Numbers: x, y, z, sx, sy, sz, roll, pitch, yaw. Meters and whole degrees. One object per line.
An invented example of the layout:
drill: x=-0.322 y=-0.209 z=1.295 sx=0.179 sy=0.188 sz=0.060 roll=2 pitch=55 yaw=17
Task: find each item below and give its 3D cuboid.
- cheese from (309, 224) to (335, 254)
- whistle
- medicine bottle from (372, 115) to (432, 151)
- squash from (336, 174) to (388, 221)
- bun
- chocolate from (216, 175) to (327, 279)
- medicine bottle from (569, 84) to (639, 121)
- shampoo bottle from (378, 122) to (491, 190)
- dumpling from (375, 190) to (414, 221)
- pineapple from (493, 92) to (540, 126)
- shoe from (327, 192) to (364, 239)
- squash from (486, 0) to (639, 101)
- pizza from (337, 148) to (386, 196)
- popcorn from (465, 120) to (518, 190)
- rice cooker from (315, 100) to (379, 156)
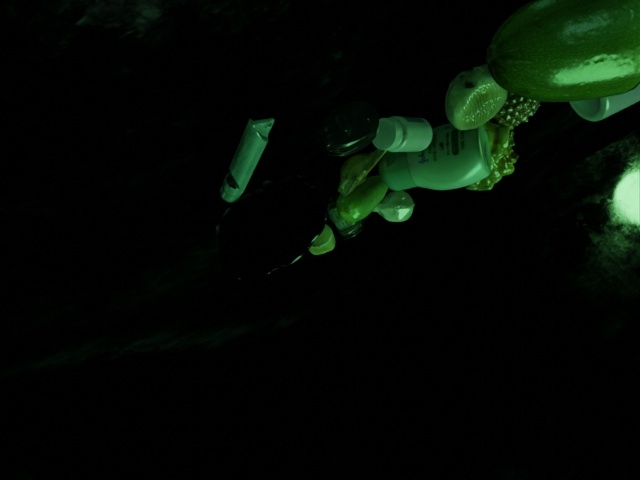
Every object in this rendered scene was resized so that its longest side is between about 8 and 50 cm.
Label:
cheese: x=0.000 y=0.000 z=2.124 sx=0.123 sy=0.094 sz=0.167 roll=-28 pitch=165 yaw=-3
whistle: x=-0.185 y=-0.194 z=1.259 sx=0.062 sy=0.062 sz=0.312 roll=-17 pitch=162 yaw=-32
medicine bottle: x=0.238 y=-0.311 z=1.506 sx=0.186 sy=0.103 sz=0.103 roll=-11 pitch=158 yaw=-45
squash: x=0.155 y=-0.159 z=1.779 sx=0.118 sy=0.118 sz=0.370 roll=-38 pitch=-177 yaw=34
bun: x=0.428 y=-0.416 z=1.452 sx=0.178 sy=0.128 sz=0.193 roll=-30 pitch=153 yaw=9
chocolate: x=-0.148 y=-0.053 z=1.486 sx=0.340 sy=0.225 sz=0.210 roll=-34 pitch=-161 yaw=4
medicine bottle: x=1.075 y=-0.591 z=1.775 sx=0.388 sy=0.219 sz=0.219 roll=-27 pitch=165 yaw=0
shampoo bottle: x=0.351 y=-0.254 z=1.636 sx=0.349 sy=0.222 sz=0.151 roll=-10 pitch=156 yaw=32
dumpling: x=0.293 y=-0.142 z=2.156 sx=0.179 sy=0.132 sz=0.252 roll=-7 pitch=-175 yaw=-2
pineapple: x=0.615 y=-0.452 z=1.588 sx=0.166 sy=0.166 sz=0.193 roll=-22 pitch=164 yaw=-18
shoe: x=0.087 y=-0.114 z=1.890 sx=0.109 sy=0.149 sz=0.293 roll=-25 pitch=-163 yaw=8
squash: x=0.574 y=-0.451 z=1.259 sx=0.308 sy=0.310 sz=0.310 roll=-23 pitch=164 yaw=-7
pizza: x=0.130 y=-0.245 z=1.603 sx=0.188 sy=0.080 sz=0.204 roll=-45 pitch=176 yaw=-43
popcorn: x=0.549 y=-0.303 z=1.766 sx=0.215 sy=0.252 sz=0.286 roll=-53 pitch=140 yaw=-20
rice cooker: x=0.072 y=-0.282 z=1.309 sx=0.165 sy=0.112 sz=0.106 roll=-29 pitch=170 yaw=8
